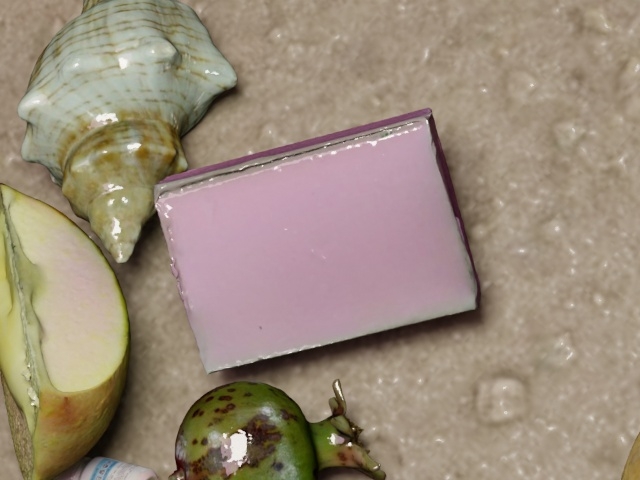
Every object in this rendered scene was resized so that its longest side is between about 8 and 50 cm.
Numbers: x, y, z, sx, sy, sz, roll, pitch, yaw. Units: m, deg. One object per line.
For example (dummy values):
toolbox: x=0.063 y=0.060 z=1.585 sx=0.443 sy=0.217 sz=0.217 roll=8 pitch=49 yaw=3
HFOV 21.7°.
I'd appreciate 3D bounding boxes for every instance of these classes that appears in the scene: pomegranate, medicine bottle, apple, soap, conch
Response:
pomegranate: x=-0.045 y=0.185 z=1.446 sx=0.169 sy=0.148 sz=0.148 roll=-28 pitch=67 yaw=0
medicine bottle: x=-0.195 y=0.224 z=1.521 sx=0.089 sy=0.052 sz=0.052 roll=10 pitch=76 yaw=23
apple: x=-0.243 y=0.099 z=1.530 sx=0.120 sy=0.193 sz=0.265 roll=-3 pitch=49 yaw=-20
soap: x=0.000 y=0.000 z=1.483 sx=0.259 sy=0.081 sz=0.181 roll=-15 pitch=99 yaw=12
conch: x=-0.182 y=-0.159 z=1.583 sx=0.203 sy=0.169 sz=0.386 roll=4 pitch=76 yaw=-12

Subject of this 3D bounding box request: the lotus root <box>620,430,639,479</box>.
lotus root: x=0.302 y=0.272 z=1.303 sx=0.169 sy=0.151 sz=0.342 roll=14 pitch=79 yaw=8
